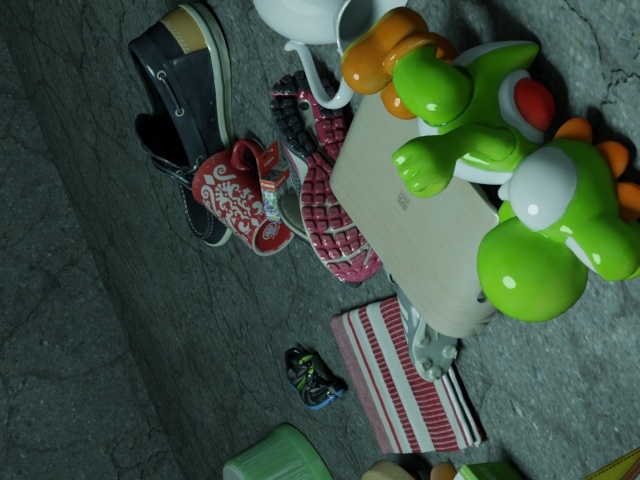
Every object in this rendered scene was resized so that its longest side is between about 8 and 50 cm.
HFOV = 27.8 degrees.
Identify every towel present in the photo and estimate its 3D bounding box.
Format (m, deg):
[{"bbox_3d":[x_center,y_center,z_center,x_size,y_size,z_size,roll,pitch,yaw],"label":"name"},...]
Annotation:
[{"bbox_3d":[0.122,0.202,1.921,0.237,0.037,0.329,68,158,1],"label":"towel"}]

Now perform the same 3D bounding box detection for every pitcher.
[{"bbox_3d":[-0.004,-0.266,1.555,0.207,0.125,0.178,36,110,45],"label":"pitcher"}]

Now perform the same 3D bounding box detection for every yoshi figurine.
[{"bbox_3d":[0.164,-0.057,1.306,0.362,0.203,0.203,47,152,27],"label":"yoshi figurine"}]

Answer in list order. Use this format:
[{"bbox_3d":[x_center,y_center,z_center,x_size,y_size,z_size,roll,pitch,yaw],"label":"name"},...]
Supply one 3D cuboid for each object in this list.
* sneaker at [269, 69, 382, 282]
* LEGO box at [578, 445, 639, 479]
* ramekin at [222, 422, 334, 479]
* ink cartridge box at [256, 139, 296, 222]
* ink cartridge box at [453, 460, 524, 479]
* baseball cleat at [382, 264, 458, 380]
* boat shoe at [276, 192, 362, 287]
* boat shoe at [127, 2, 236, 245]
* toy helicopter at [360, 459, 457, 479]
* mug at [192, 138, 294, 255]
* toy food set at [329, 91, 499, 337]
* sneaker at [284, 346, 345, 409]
[{"bbox_3d":[0.020,-0.084,1.758,0.112,0.121,0.299,79,175,-72],"label":"sneaker"},{"bbox_3d":[0.215,0.447,1.301,0.193,0.500,0.372,51,156,36],"label":"LEGO box"},{"bbox_3d":[-0.073,0.534,2.590,0.303,0.148,0.303,51,154,36],"label":"ramekin"},{"bbox_3d":[-0.065,-0.092,2.010,0.029,0.063,0.115,13,130,27],"label":"ink cartridge box"},{"bbox_3d":[0.213,0.450,1.714,0.189,0.097,0.255,49,120,38],"label":"ink cartridge box"},{"bbox_3d":[0.133,0.083,1.735,0.109,0.072,0.206,-142,43,-63],"label":"baseball cleat"},{"bbox_3d":[0.000,0.000,1.943,0.206,0.075,0.065,41,145,39],"label":"boat shoe"},{"bbox_3d":[-0.235,-0.176,2.214,0.187,0.156,0.500,48,154,36],"label":"boat shoe"},{"bbox_3d":[0.193,0.481,1.974,0.355,0.140,0.235,50,147,12],"label":"toy helicopter"},{"bbox_3d":[-0.123,-0.070,2.116,0.169,0.113,0.150,45,156,36],"label":"mug"},{"bbox_3d":[0.136,-0.060,1.556,0.306,0.092,0.220,54,145,25],"label":"toy food set"},{"bbox_3d":[-0.019,0.238,2.254,0.188,0.067,0.078,31,146,62],"label":"sneaker"}]
